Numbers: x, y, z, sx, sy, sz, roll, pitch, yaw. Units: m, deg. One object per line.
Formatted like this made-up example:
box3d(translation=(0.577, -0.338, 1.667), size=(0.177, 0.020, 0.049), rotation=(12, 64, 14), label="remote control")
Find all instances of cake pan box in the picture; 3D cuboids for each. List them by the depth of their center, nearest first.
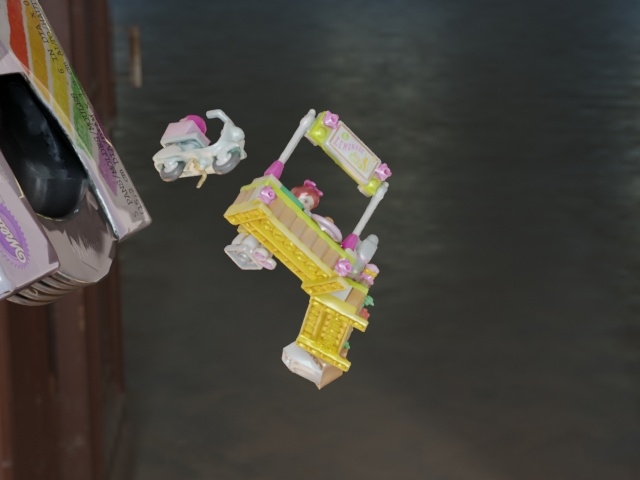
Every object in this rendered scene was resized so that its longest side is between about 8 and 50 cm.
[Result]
box3d(translation=(-0.192, -0.087, 0.779), size=(0.070, 0.267, 0.246), rotation=(-26, 2, 13), label="cake pan box")

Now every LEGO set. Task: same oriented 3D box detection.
box3d(translation=(0.000, 0.000, 1.198), size=(0.132, 0.287, 0.107), rotation=(9, 56, 36), label="LEGO set")
